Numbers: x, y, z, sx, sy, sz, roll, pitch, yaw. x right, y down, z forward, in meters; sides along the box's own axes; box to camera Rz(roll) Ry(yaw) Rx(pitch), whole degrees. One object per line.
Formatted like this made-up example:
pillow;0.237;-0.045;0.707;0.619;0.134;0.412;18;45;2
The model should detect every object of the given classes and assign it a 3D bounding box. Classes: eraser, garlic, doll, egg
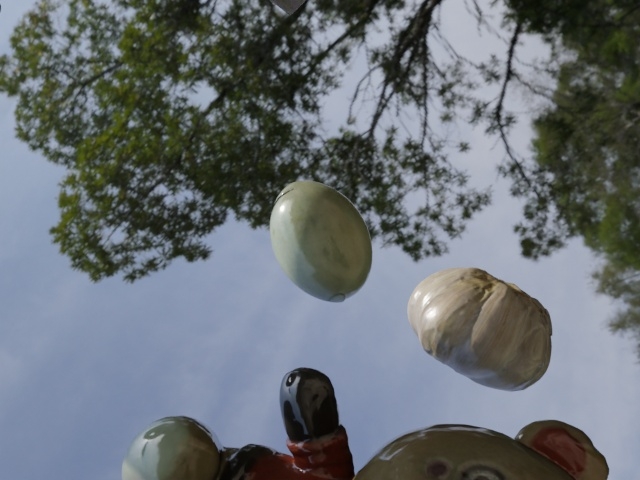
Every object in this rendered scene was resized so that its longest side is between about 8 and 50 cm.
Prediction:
eraser;-0.058;-0.328;0.885;0.083;0.038;0.019;26;-138;-37
garlic;0.236;0.125;1.011;0.227;0.228;0.152;24;-88;-28
doll;0.023;0.218;0.450;0.174;0.329;0.235;63;-147;-52
egg;0.000;0.000;1.341;0.186;0.186;0.253;-17;-104;-42
